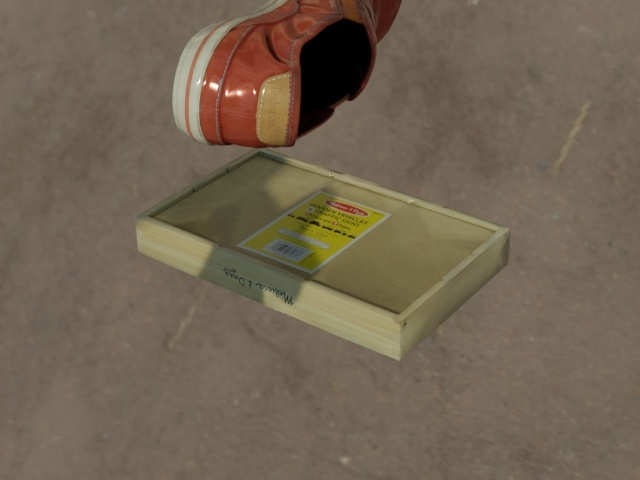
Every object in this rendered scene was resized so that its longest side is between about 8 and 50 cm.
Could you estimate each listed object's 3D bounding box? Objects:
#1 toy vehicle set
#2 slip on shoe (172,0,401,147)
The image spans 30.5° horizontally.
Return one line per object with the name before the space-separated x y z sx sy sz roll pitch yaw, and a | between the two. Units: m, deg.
toy vehicle set | 0.000 0.000 0.967 0.267 0.166 0.035 20 127 32
slip on shoe | 0.003 -0.154 0.950 0.101 0.331 0.123 16 120 19
